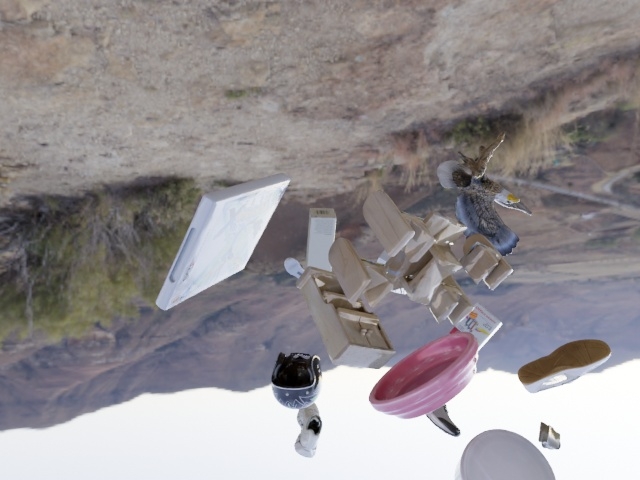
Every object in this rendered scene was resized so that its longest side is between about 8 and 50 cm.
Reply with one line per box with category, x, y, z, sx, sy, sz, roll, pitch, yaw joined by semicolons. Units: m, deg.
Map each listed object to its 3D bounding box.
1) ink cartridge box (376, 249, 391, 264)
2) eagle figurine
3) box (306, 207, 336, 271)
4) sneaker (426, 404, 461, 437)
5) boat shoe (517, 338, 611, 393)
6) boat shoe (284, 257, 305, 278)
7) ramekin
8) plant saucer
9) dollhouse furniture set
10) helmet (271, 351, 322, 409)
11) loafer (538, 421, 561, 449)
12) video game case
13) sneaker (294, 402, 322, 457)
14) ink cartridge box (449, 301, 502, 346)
ink cartridge box;0.258;0.106;2.089;0.088;0.052;0.122;31;145;12
eagle figurine;0.500;-0.126;1.604;0.226;0.225;0.298;-24;130;9
box;0.000;0.000;2.351;0.113;0.275;0.094;2;-149;-8
sneaker;0.351;0.490;1.695;0.108;0.271;0.100;-37;149;1
boat shoe;0.748;0.390;1.657;0.277;0.098;0.096;-26;122;17
boat shoe;-0.086;0.092;1.825;0.049;0.040;0.142;-39;141;1
ramekin;0.493;0.670;1.487;0.273;0.273;0.127;0;141;-16
plant saucer;0.287;0.369;1.455;0.332;0.084;0.332;-33;180;0
dollhouse furniture set;0.153;0.072;1.263;0.362;0.256;0.394;17;122;-38
helmet;-0.071;0.425;1.629;0.169;0.161;0.169;7;156;3
loafer;0.618;0.527;1.458;0.050;0.056;0.148;3;153;30
video game case;-0.218;-0.007;1.268;0.036;0.300;0.329;36;-154;12
sneaker;-0.034;0.732;2.179;0.110;0.118;0.292;21;-161;-8
ink cartridge box;0.640;0.361;2.230;0.128;0.176;0.127;42;-175;23
